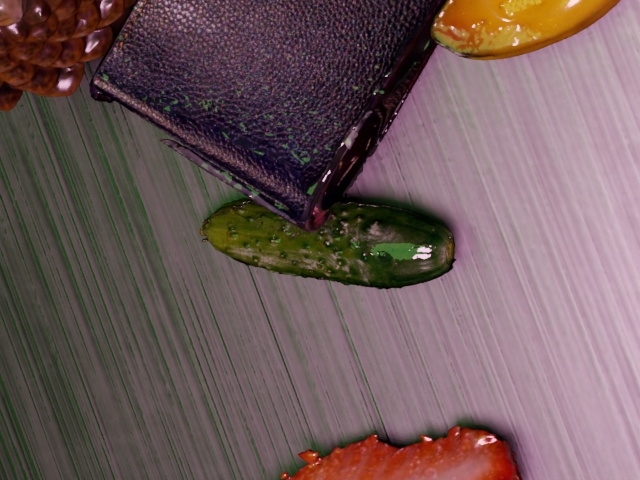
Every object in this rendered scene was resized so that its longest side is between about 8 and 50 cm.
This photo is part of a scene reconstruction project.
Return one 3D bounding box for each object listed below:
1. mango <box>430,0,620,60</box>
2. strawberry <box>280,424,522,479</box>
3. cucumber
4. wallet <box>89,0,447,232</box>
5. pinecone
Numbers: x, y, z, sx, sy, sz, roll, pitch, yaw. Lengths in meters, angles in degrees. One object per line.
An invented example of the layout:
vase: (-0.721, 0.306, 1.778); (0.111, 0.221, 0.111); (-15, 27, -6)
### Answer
mango: (0.162, -0.193, 1.194); (0.187, 0.066, 0.101); (-38, 94, 17)
strawberry: (0.053, 0.246, 1.297); (0.236, 0.107, 0.175); (-6, 58, 25)
cucumber: (0.000, 0.000, 1.301); (0.227, 0.069, 0.069); (6, 100, 27)
wallet: (-0.025, -0.168, 1.275); (0.221, 0.071, 0.262); (32, 93, 20)
pinecone: (-0.277, -0.242, 1.303); (0.264, 0.264, 0.264); (4, 98, 24)
